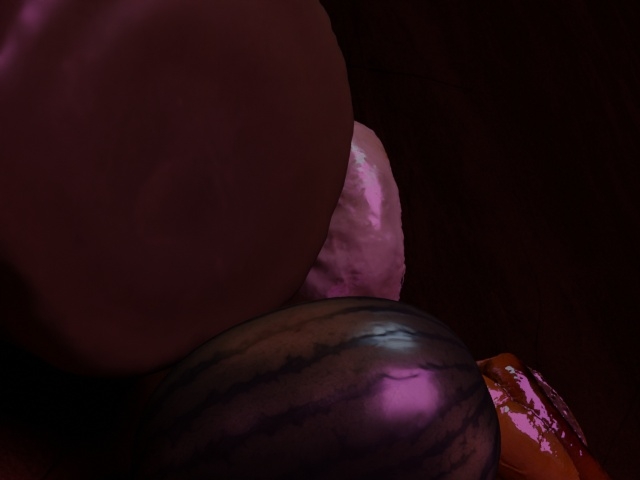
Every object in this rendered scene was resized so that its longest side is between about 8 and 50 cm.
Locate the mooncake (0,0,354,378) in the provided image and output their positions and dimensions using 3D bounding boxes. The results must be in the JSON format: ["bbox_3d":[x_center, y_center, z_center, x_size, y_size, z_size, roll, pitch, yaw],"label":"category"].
[{"bbox_3d":[-0.202,-0.109,1.652,0.467,0.262,0.467,-8,102,-43],"label":"mooncake"}]

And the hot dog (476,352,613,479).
[{"bbox_3d":[0.273,0.245,2.177,0.326,0.107,0.194,40,30,-14],"label":"hot dog"}]

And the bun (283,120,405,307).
[{"bbox_3d":[0.002,0.001,1.981,0.168,0.273,0.273,0,48,-17],"label":"bun"}]

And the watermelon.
[{"bbox_3d":[-0.016,0.199,1.579,0.279,0.359,0.279,-19,90,-86],"label":"watermelon"}]
